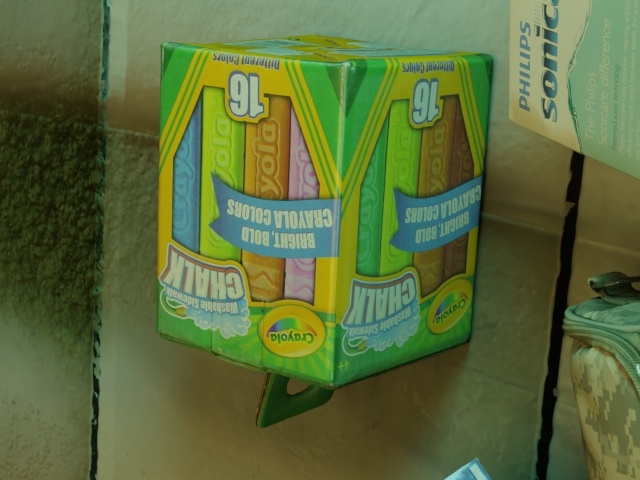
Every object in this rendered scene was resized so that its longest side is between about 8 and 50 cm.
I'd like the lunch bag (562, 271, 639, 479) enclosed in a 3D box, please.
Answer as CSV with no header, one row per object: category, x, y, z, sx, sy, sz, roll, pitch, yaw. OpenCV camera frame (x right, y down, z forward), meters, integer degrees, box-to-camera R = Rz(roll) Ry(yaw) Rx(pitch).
lunch bag,0.272,0.163,0.733,0.256,0.212,0.305,-8,92,57

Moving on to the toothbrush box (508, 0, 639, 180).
toothbrush box,0.238,-0.133,0.665,0.295,0.126,0.216,32,135,50

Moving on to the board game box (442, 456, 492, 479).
board game box,0.125,0.242,0.892,0.136,0.035,0.201,54,166,18

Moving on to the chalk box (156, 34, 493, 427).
chalk box,0.000,0.000,0.935,0.179,0.180,0.289,12,107,38
